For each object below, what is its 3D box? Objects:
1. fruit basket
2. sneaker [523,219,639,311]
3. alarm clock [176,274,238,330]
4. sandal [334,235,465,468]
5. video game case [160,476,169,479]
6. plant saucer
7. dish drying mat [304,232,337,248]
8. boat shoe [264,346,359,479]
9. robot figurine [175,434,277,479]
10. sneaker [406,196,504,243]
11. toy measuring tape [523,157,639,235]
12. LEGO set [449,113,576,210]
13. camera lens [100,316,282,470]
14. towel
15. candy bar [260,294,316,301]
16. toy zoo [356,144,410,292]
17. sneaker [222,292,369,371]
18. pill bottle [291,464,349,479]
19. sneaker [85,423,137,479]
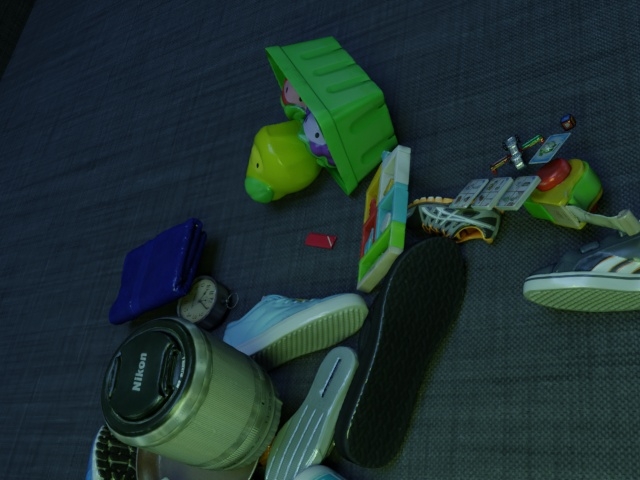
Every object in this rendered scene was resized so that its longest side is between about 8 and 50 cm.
[{"bbox_3d":[-0.047,-0.259,1.629,0.392,0.283,0.392,-11,48,13],"label":"fruit basket"},{"bbox_3d":[0.489,0.040,1.102,0.321,0.126,0.127,-3,66,24],"label":"sneaker"},{"bbox_3d":[-0.265,0.151,1.656,0.192,0.064,0.129,-9,58,37],"label":"alarm clock"},{"bbox_3d":[0.128,0.185,1.272,0.107,0.167,0.446,3,64,58],"label":"sandal"},{"bbox_3d":[-0.306,0.596,1.290,0.204,0.025,0.285,48,115,10],"label":"video game case"},{"bbox_3d":[-0.228,0.397,1.356,0.310,0.050,0.311,-17,55,26],"label":"plant saucer"},{"bbox_3d":[0.000,0.000,1.585,0.083,0.008,0.032,9,70,41],"label":"dish drying mat"},{"bbox_3d":[0.006,0.347,1.297,0.109,0.094,0.302,20,74,47],"label":"boat shoe"},{"bbox_3d":[-0.201,0.467,1.386,0.291,0.085,0.211,-8,58,30],"label":"robot figurine"},{"bbox_3d":[0.252,-0.035,1.363,0.215,0.084,0.083,-3,67,36],"label":"sneaker"},{"bbox_3d":[0.448,-0.079,1.163,0.121,0.121,0.330,-52,14,-1],"label":"toy measuring tape"},{"bbox_3d":[0.371,-0.132,1.274,0.244,0.060,0.182,-49,21,-17],"label":"LEGO set"},{"bbox_3d":[-0.223,0.273,1.212,0.219,0.274,0.219,-16,55,25],"label":"camera lens"},{"bbox_3d":[-0.412,0.087,1.772,0.308,0.076,0.228,-24,47,40],"label":"towel"},{"bbox_3d":[-0.078,0.144,1.548,0.161,0.018,0.040,1,63,38],"label":"candy bar"},{"bbox_3d":[0.131,-0.061,1.425,0.192,0.030,0.293,123,158,-58],"label":"toy zoo"},{"bbox_3d":[-0.071,0.161,1.450,0.366,0.135,0.150,-25,55,23],"label":"sneaker"},{"bbox_3d":[0.059,0.490,1.133,0.264,0.146,0.146,19,76,44],"label":"pill bottle"},{"bbox_3d":[-0.491,0.560,1.524,0.147,0.130,0.330,-34,38,25],"label":"sneaker"}]
